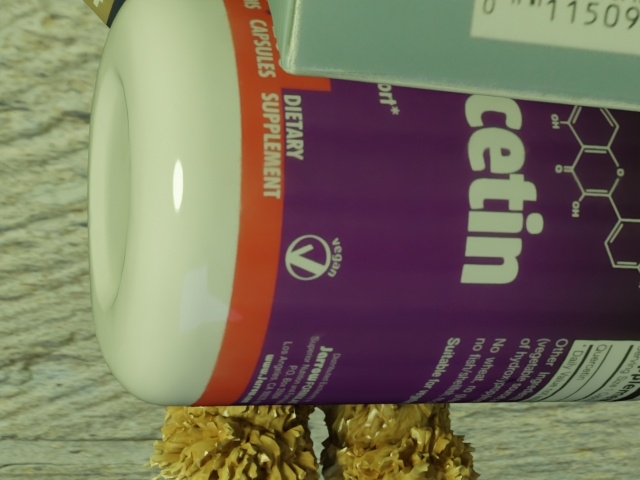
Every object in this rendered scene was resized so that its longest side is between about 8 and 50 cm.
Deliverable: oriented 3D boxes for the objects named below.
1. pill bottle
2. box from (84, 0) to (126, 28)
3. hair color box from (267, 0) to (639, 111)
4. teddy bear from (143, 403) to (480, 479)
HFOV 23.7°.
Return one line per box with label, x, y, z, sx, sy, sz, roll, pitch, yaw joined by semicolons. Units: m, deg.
pill bottle;0.066;-0.018;0.678;0.322;0.182;0.181;1;152;-17
box;-0.110;-0.188;0.708;0.136;0.036;0.225;46;147;7
hair color box;0.076;-0.135;0.555;0.185;0.374;0.114;6;105;-5
teddy bear;0.000;0.000;0.799;0.245;0.338;0.113;18;146;-2
